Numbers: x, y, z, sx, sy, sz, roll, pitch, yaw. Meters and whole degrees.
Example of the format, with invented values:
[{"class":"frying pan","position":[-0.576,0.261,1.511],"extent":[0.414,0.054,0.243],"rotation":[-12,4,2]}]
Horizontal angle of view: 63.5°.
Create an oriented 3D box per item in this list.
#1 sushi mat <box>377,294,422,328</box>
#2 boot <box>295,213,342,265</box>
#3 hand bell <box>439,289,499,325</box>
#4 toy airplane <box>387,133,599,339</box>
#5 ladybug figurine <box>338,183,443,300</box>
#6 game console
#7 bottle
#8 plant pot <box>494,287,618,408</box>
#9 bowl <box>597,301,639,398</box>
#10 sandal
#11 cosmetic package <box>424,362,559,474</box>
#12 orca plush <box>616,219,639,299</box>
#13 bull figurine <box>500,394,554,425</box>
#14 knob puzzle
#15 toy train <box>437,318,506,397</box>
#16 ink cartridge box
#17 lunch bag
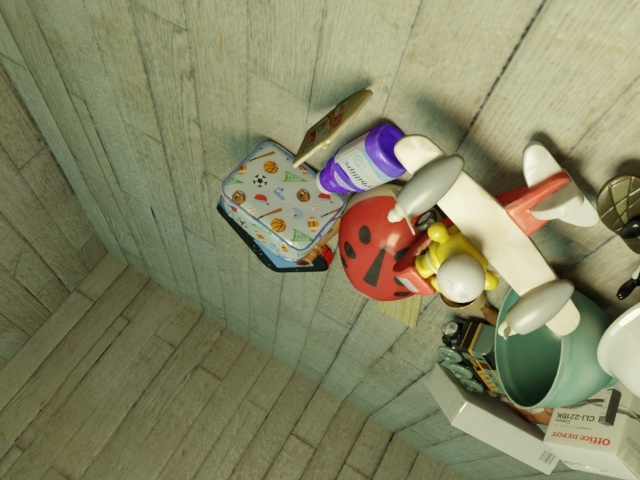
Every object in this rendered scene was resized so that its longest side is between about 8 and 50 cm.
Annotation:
[{"class":"sushi mat","position":[0.253,0.185,1.674],"extent":[0.151,0.019,0.317],"rotation":[25,152,20]},{"class":"boot","position":[0.000,0.000,1.502],"extent":[0.073,0.152,0.197],"rotation":[38,153,-7]},{"class":"hand bell","position":[0.433,0.178,1.390],"extent":[0.126,0.126,0.242],"rotation":[2,151,47]},{"class":"toy airplane","position":[0.310,0.006,0.965],"extent":[0.385,0.272,0.385],"rotation":[16,134,23]},{"class":"ladybug figurine","position":[0.171,0.028,1.345],"extent":[0.304,0.162,0.449],"rotation":[28,153,14]},{"class":"game console","position":[-0.161,-0.019,1.762],"extent":[0.342,0.060,0.386],"rotation":[47,150,-25]},{"class":"bottle","position":[0.086,-0.171,1.189],"extent":[0.118,0.092,0.282],"rotation":[43,152,-18]},{"class":"plant pot","position":[0.554,0.238,1.176],"extent":[0.196,0.293,0.293],"rotation":[7,154,-7]},{"class":"bowl","position":[0.685,0.219,0.942],"extent":[0.297,0.134,0.298],"rotation":[-3,131,-4]},{"class":"sandal","position":[0.548,-0.051,0.906],"extent":[0.219,0.060,0.090],"rotation":[33,134,-32]},{"class":"cosmetic package","position":[0.552,0.572,1.690],"extent":[0.377,0.098,0.284],"rotation":[30,-172,-10]},{"class":"orca plush","position":[0.587,0.030,0.872],"extent":[0.151,0.102,0.287],"rotation":[5,142,-3]},{"class":"bull figurine","position":[0.710,0.510,1.603],"extent":[0.188,0.101,0.310],"rotation":[37,153,1]},{"class":"knob puzzle","position":[0.035,-0.235,1.051],"extent":[0.030,0.213,0.213],"rotation":[45,152,-20]},{"class":"toy train","position":[0.489,0.362,1.555],"extent":[0.190,0.142,0.334],"rotation":[4,141,48]},{"class":"ink cartridge box","position":[0.699,0.422,1.274],"extent":[0.114,0.273,0.197],"rotation":[41,152,-15]},{"class":"lunch bag","position":[-0.091,-0.102,1.350],"extent":[0.303,0.243,0.115],"rotation":[39,155,4]}]
